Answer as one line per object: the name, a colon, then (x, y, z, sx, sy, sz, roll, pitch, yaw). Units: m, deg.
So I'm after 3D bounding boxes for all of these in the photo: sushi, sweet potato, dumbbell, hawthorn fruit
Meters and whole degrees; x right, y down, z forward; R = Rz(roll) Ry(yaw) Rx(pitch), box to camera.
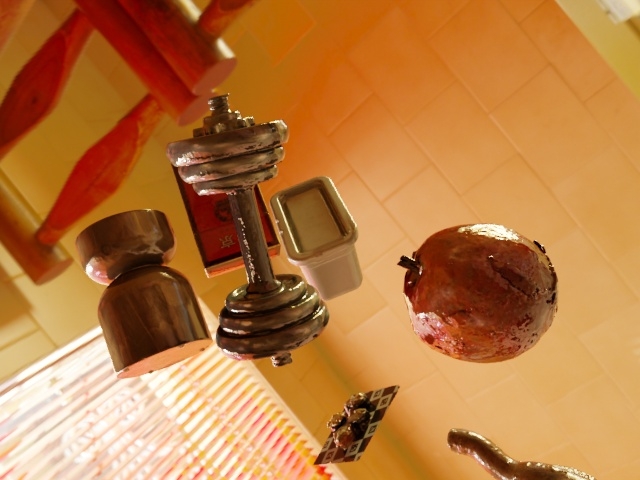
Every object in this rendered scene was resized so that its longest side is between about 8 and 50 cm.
sushi: (0.067, 0.400, 1.273, 0.193, 0.040, 0.210, -32, -166, 49)
sweet potato: (0.429, 0.479, 1.131, 0.385, 0.109, 0.109, 11, -139, 46)
dumbbell: (-0.100, -0.005, 0.823, 0.179, 0.406, 0.179, -12, -167, 3)
hawthorn fruit: (0.311, 0.108, 1.134, 0.316, 0.316, 0.316, -39, 180, 0)

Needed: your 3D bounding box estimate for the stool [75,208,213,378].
stool: (-0.325, 0.099, 1.045, 0.179, 0.264, 0.179, -21, 165, -6)

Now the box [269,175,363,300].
box: (0.000, 0.000, 1.439, 0.175, 0.182, 0.312, -23, -143, -1)

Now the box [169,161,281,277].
box: (-0.187, -0.063, 1.117, 0.153, 0.240, 0.074, -17, 162, -15)
